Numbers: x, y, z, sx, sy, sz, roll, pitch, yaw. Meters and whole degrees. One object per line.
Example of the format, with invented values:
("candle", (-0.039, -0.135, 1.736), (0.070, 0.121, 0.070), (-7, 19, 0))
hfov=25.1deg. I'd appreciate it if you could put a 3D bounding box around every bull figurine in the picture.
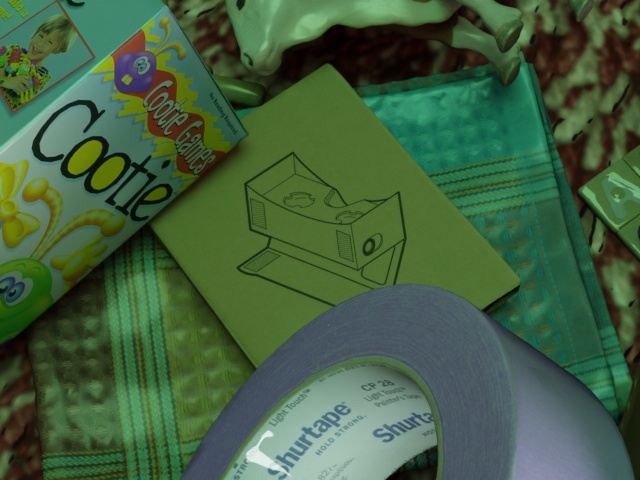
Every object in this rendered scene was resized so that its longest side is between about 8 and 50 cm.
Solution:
("bull figurine", (0.080, -0.195, 0.967), (0.188, 0.101, 0.310), (36, 57, 15))

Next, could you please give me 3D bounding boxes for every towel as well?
("towel", (-0.007, 0.026, 0.926), (0.370, 0.040, 0.272), (-11, 65, -3))

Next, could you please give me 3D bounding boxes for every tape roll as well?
("tape roll", (0.022, 0.161, 0.717), (0.090, 0.274, 0.275), (35, 64, -27))

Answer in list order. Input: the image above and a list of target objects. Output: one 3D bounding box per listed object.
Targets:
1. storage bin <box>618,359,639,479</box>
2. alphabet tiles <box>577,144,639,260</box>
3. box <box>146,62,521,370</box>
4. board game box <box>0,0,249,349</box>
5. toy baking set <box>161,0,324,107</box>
("storage bin", (0.209, 0.201, 0.721), (0.123, 0.260, 0.262), (6, 65, 8))
("alphabet tiles", (0.325, -0.028, 0.960), (0.237, 0.009, 0.198), (-36, 69, -14))
("box", (0.000, 0.000, 0.907), (0.164, 0.021, 0.201), (-34, 67, -12))
("board game box", (-0.206, -0.048, 0.871), (0.275, 0.142, 0.144), (-41, 58, -5))
("toy baking set", (-0.118, -0.187, 1.036), (0.256, 0.030, 0.197), (8, 63, 5))
